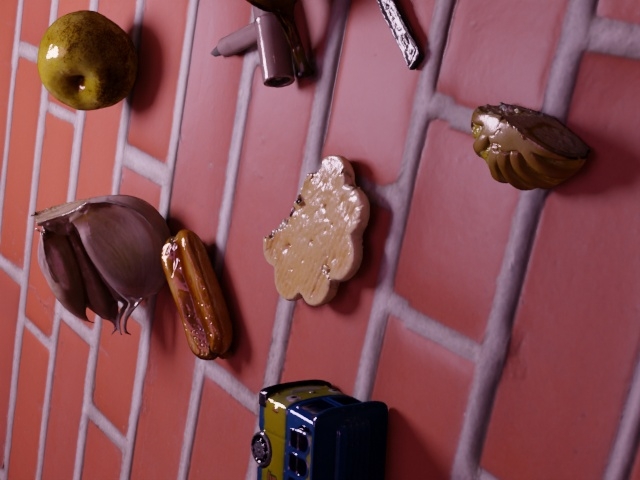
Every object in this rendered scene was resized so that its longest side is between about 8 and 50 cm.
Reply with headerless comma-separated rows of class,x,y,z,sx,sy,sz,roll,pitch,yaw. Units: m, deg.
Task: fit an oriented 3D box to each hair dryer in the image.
hair dryer,-0.127,-0.317,1.534,0.220,0.053,0.195,-26,67,50

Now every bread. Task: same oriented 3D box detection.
bread,0.232,-0.109,1.089,0.157,0.083,0.094,53,142,34
bread,0.000,0.000,1.403,0.251,0.038,0.182,-51,54,39

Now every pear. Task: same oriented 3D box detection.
pear,-0.462,-0.364,1.845,0.197,0.197,0.198,2,93,51

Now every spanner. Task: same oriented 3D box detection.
spanner,0.074,-0.379,1.310,0.093,0.026,0.326,-42,60,44

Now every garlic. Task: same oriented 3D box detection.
garlic,-0.410,0.029,1.773,0.292,0.237,0.210,54,154,-15

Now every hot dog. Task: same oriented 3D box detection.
hot dog,-0.216,0.098,1.651,0.100,0.068,0.250,-34,67,35

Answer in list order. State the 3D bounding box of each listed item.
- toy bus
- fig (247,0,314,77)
toy bus,-0.006,0.361,1.344,0.175,0.138,0.288,11,100,51
fig,-0.076,-0.387,1.353,0.190,0.190,0.291,18,109,49
